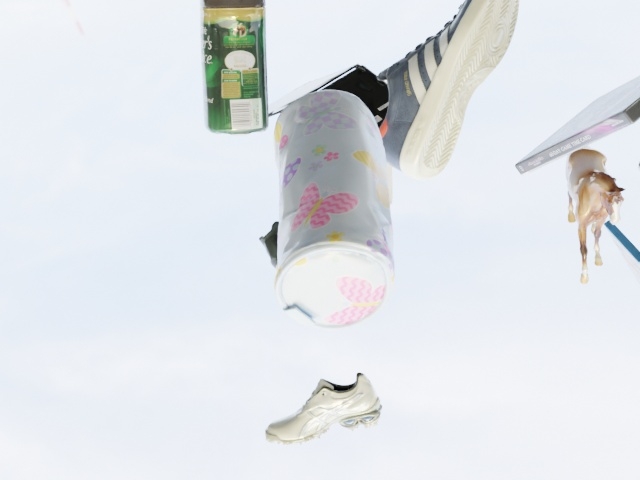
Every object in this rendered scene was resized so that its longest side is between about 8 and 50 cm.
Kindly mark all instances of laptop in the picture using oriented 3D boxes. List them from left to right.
[{"bbox_3d":[0.015,-0.215,2.225,0.264,0.137,0.234,40,-132,15],"label":"laptop"}]

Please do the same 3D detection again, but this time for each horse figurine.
[{"bbox_3d":[0.391,-0.063,1.766,0.066,0.175,0.263,0,-148,7],"label":"horse figurine"}]

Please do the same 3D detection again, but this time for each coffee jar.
[{"bbox_3d":[-0.104,-0.222,1.457,0.079,0.185,0.096,-3,-167,-10],"label":"coffee jar"}]

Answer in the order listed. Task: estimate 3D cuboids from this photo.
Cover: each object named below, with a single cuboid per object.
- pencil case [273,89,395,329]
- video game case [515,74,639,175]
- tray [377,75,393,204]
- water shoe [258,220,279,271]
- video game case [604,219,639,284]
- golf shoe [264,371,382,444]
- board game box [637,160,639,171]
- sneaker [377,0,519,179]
[{"bbox_3d":[0.007,-0.037,1.234,0.124,0.113,0.273,-24,-142,16],"label":"pencil case"},{"bbox_3d":[0.407,-0.182,1.694,0.196,0.026,0.274,-38,-175,-24],"label":"video game case"},{"bbox_3d":[0.096,-0.199,2.481,0.030,0.271,0.145,3,-170,34],"label":"tray"},{"bbox_3d":[0.000,0.000,1.558,0.073,0.080,0.203,-43,163,24],"label":"water shoe"},{"bbox_3d":[0.520,0.051,1.967,0.015,0.166,0.119,-36,-144,6],"label":"video game case"},{"bbox_3d":[-0.002,0.239,1.764,0.176,0.086,0.069,-16,-165,3],"label":"golf shoe"},{"bbox_3d":[0.796,-0.071,2.035,0.389,0.050,0.390,-20,-126,-8],"label":"board game box"},{"bbox_3d":[0.178,-0.275,1.897,0.148,0.131,0.350,30,-87,36],"label":"sneaker"}]
